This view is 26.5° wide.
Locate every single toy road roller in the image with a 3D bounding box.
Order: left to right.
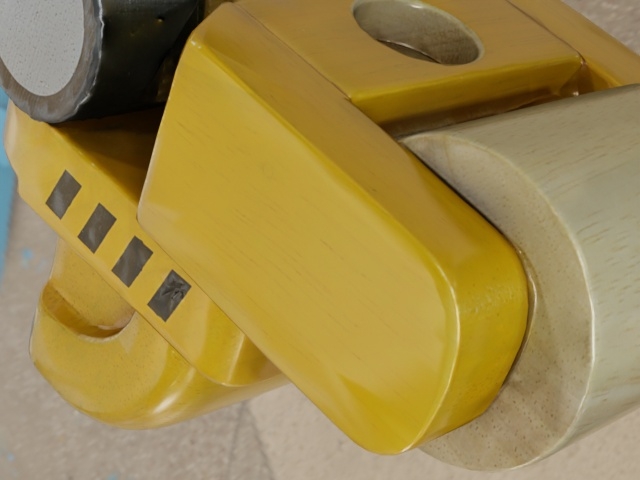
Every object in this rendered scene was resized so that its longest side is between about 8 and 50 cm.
[{"bbox_3d":[0.000,0.000,0.575,0.329,0.202,0.241,41,128,31],"label":"toy road roller"}]
